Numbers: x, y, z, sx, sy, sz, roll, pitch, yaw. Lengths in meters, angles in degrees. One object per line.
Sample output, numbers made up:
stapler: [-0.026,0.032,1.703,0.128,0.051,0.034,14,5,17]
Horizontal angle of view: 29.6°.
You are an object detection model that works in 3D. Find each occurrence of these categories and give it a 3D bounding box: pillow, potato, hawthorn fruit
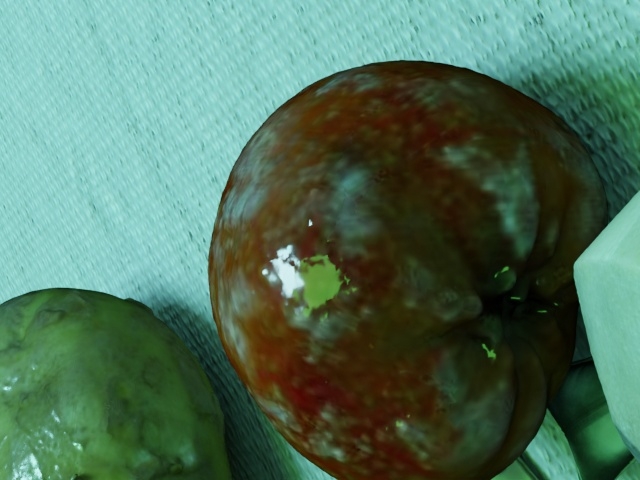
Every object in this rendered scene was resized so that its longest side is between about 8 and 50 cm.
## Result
pillow: [0.207,0.104,0.804,0.136,0.055,0.091,-40,39,41]
potato: [-0.209,0.163,1.136,0.301,0.289,0.237,120,150,-79]
hawthorn fruit: [0.057,0.020,0.804,0.284,0.284,0.284,14,110,43]

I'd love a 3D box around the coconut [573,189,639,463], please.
coconut: [0.244,0.039,0.618,0.241,0.241,0.241,14,110,43]

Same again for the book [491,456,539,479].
book: [0.079,0.226,0.938,0.198,0.016,0.138,-46,65,13]
